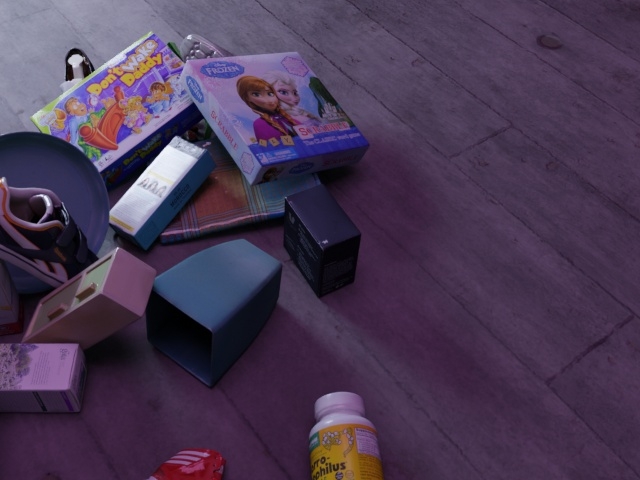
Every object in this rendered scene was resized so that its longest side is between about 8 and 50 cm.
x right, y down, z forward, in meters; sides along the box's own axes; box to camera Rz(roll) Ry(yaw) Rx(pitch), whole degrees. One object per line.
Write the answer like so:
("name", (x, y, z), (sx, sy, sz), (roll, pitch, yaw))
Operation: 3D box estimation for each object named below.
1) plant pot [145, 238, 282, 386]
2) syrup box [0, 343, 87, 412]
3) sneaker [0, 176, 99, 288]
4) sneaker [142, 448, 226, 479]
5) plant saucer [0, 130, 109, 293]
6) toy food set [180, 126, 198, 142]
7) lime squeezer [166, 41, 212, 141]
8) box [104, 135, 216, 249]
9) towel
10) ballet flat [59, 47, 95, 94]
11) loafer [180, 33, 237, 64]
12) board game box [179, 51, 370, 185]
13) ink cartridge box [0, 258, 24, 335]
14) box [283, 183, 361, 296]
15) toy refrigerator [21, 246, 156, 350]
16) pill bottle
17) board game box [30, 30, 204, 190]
("plant pot", (-0.186, 0.115, 1.433), (0.166, 0.165, 0.234), (32, 47, 21))
("syrup box", (-0.541, 0.243, 1.335), (0.237, 0.096, 0.093), (1, 52, -4))
("sneaker", (-0.497, -0.003, 1.405), (0.127, 0.321, 0.126), (-43, 50, 10))
("sneaker", (-0.171, 0.413, 1.222), (0.221, 0.087, 0.128), (32, 56, 20))
("plant saucer", (-0.573, -0.055, 1.484), (0.318, 0.317, 0.044), (-35, 27, -29))
("toy food set", (-0.331, -0.277, 1.843), (0.078, 0.019, 0.122), (-17, 53, -17))
("lime squeezer", (-0.285, -0.339, 1.842), (0.059, 0.110, 0.310), (-22, 76, 27))
("box", (-0.339, -0.104, 1.615), (0.101, 0.060, 0.244), (27, 69, 30))
("towel", (-0.193, -0.139, 1.692), (0.370, 0.040, 0.271), (-14, 54, -7))
("ballet flat", (-0.595, -0.372, 1.857), (0.095, 0.096, 0.280), (-12, 52, -12))
("loafer", (-0.200, -0.379, 1.835), (0.319, 0.112, 0.111), (43, 30, -8))
("board game box", (-0.098, -0.282, 1.683), (0.319, 0.066, 0.318), (-17, 63, -40))
("ink cartridge box", (-0.633, 0.103, 1.396), (0.128, 0.175, 0.072), (-7, 51, -10))
("box", (0.000, 0.000, 1.537), (0.093, 0.158, 0.156), (-22, 55, -21))
("toy refrigerator", (-0.416, 0.118, 1.343), (0.094, 0.270, 0.102), (38, 43, -30))
("pill bottle", (0.041, 0.363, 1.256), (0.118, 0.117, 0.208), (-2, 50, -5))
("board game box", (-0.446, -0.291, 1.731), (0.347, 0.078, 0.233), (-40, 69, -12))
